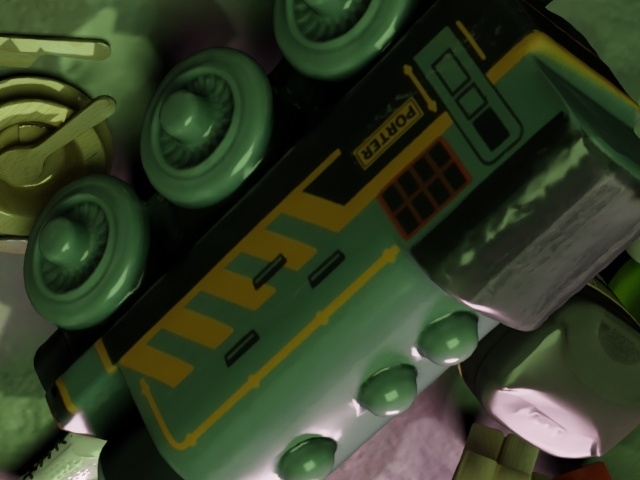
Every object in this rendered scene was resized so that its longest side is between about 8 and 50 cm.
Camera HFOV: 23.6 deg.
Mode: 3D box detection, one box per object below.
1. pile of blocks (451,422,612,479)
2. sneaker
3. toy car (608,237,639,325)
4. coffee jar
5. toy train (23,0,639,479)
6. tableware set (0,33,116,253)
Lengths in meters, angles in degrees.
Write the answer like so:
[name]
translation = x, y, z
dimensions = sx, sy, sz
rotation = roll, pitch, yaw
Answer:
[pile of blocks]
translation = 0.199, 0.217, 0.956
dimensions = 0.149, 0.113, 0.362
rotation = -6, 138, 39
[sneaker]
translation = -0.143, 0.126, 0.858
dimensions = 0.109, 0.040, 0.044
rotation = -24, 108, -6
[toy car]
translation = 0.249, 0.051, 0.851
dimensions = 0.182, 0.136, 0.159
rotation = -3, 125, 11
[coffee jar]
translation = 0.097, 0.026, 0.775
dimensions = 0.096, 0.184, 0.079
rotation = 35, 106, -32
[toy train]
translation = 0.000, 0.000, 0.704
dimensions = 0.334, 0.190, 0.142
rotation = -43, 142, 17
[tableware set]
translation = -0.194, -0.038, 0.736
dimensions = 0.194, 0.039, 0.128
rotation = 0, 120, -17
